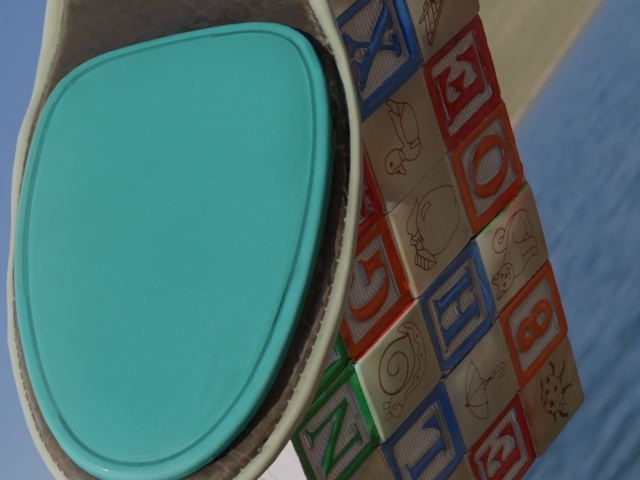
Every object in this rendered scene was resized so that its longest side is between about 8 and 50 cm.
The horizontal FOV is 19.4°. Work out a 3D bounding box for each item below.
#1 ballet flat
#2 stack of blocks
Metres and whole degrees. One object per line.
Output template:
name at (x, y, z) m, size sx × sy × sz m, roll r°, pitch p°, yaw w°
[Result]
ballet flat at (-0.029, -0.042, 0.464) m, size 0.086 × 0.086 × 0.248 m, roll 119°, pitch 153°, yaw -61°
stack of blocks at (0.000, 0.000, 0.757) m, size 0.171 × 0.087 × 0.297 m, roll -44°, pitch -49°, yaw -34°
